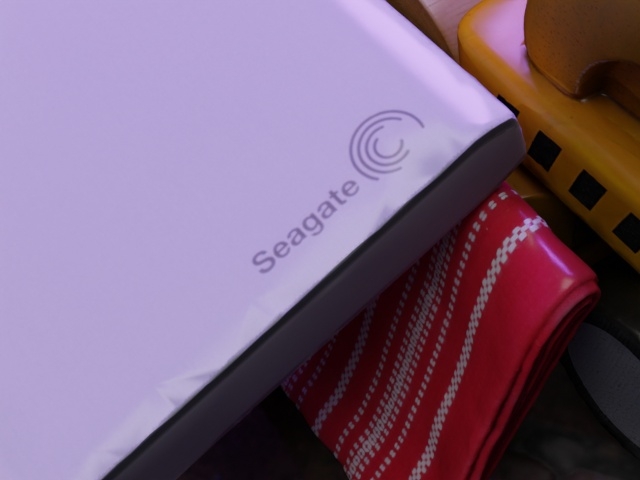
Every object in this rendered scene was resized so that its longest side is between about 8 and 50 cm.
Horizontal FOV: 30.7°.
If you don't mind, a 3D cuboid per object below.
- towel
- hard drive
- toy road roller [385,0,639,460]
[{"bbox_3d":[0.000,0.000,0.545,0.031,0.198,0.275,-17,52,-34],"label":"towel"},{"bbox_3d":[-0.122,-0.075,0.490,0.233,0.047,0.353,-42,65,-3],"label":"hard drive"},{"bbox_3d":[0.142,-0.089,0.479,0.203,0.240,0.329,-33,57,-12],"label":"toy road roller"}]
